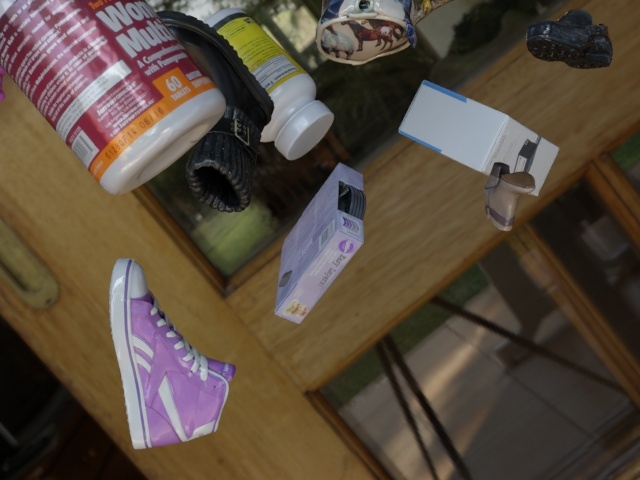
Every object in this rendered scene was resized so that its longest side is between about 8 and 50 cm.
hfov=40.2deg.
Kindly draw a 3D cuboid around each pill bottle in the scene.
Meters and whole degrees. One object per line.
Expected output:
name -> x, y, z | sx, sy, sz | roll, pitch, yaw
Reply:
pill bottle -> -0.186, -0.154, 0.683 | 0.121, 0.221, 0.121 | -39, 3, 2
pill bottle -> -0.133, -0.342, 1.938 | 0.188, 0.334, 0.188 | -41, -12, -10

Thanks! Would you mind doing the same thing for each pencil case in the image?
pencil case -> 0.079, -0.493, 1.364 | 0.160, 0.410, 0.183 | 5, -9, -11

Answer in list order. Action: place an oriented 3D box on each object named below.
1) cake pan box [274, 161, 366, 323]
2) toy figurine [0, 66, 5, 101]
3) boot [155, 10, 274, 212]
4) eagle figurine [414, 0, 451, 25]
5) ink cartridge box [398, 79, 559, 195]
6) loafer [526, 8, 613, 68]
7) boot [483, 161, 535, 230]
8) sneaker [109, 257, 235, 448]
cake pan box -> 0.000, 0.000, 1.794 | 0.267, 0.070, 0.245 | -54, 21, 31
toy figurine -> -0.504, -0.247, 1.260 | 0.130, 0.173, 0.159 | 8, 7, 43
boot -> -0.224, -0.239, 1.653 | 0.131, 0.348, 0.260 | -12, 50, 38
eagle figurine -> 0.191, -0.585, 1.757 | 0.226, 0.298, 0.225 | -50, 38, -9
ink cartridge box -> 0.350, -0.217, 1.898 | 0.307, 0.223, 0.129 | 13, -76, -55
loafer -> 0.371, -0.306, 1.304 | 0.076, 0.078, 0.223 | 1, 2, 41
boot -> 0.259, -0.054, 1.202 | 0.042, 0.087, 0.118 | -4, 23, -11
sneaker -> -0.206, 0.152, 1.243 | 0.161, 0.282, 0.102 | -8, 17, -3
